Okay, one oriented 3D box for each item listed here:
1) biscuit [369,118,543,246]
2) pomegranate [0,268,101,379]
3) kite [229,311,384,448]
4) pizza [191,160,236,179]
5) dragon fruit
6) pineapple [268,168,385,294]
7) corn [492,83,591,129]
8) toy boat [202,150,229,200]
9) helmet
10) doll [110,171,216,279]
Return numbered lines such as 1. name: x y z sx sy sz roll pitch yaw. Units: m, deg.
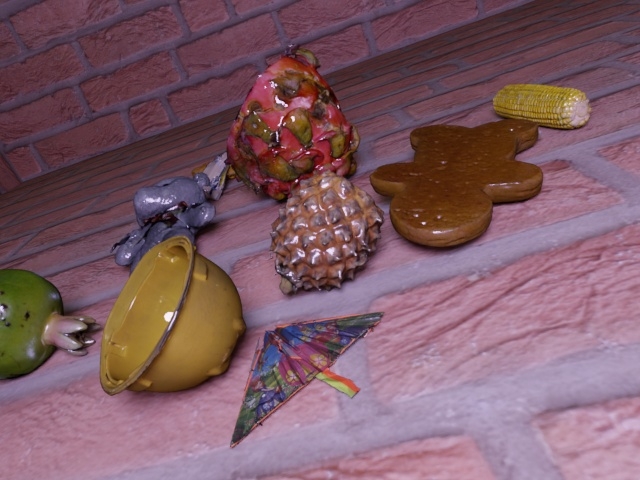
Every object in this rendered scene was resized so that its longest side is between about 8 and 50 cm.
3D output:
1. biscuit: 0.233 -0.106 0.785 0.283 0.064 0.432 3 35 23
2. pomegranate: -0.491 0.141 0.742 0.225 0.186 0.187 9 28 -4
3. kite: -0.026 0.152 0.541 0.241 0.014 0.183 -37 33 -30
4. pizza: -0.293 -0.220 1.386 0.247 0.058 0.127 -15 30 11
5. dragon fruit: -0.036 -0.223 1.022 0.296 0.263 0.314 -56 0 -27
6. pineapple: 0.000 0.000 0.667 0.193 0.166 0.166 -55 32 -3
7. corn: 0.463 -0.289 0.951 0.081 0.081 0.248 -23 26 -5
8. toy boat: -0.300 -0.195 1.282 0.085 0.066 0.210 10 51 11
9. helmet: -0.178 0.111 0.590 0.257 0.140 0.205 8 70 60
10. doll: -0.342 -0.041 0.969 0.246 0.158 0.340 -27 27 15
